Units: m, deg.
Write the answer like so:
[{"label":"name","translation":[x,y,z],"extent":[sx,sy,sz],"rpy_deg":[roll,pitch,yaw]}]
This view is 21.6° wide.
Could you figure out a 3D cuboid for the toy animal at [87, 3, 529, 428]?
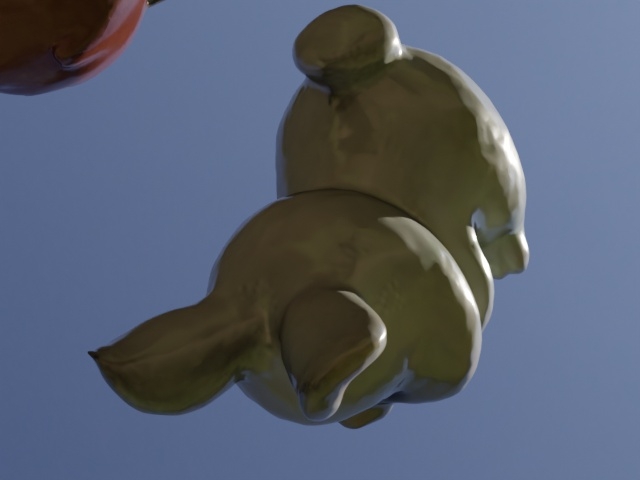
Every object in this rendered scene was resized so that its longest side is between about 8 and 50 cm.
[{"label":"toy animal","translation":[0.004,0.007,1.143],"extent":[0.196,0.241,0.367],"rpy_deg":[-5,-146,28]}]

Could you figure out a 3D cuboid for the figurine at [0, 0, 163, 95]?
[{"label":"figurine","translation":[-0.205,-0.158,0.897],"extent":[0.387,0.166,0.207],"rpy_deg":[-3,-165,-3]}]
